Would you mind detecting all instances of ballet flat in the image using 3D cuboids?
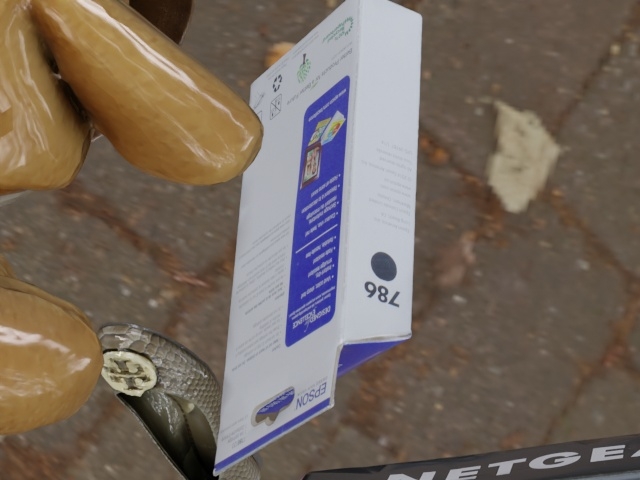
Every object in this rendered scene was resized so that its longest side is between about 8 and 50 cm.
[{"bbox_3d":[-0.112,0.146,1.486,0.058,0.084,0.250,-69,150,-29],"label":"ballet flat"}]

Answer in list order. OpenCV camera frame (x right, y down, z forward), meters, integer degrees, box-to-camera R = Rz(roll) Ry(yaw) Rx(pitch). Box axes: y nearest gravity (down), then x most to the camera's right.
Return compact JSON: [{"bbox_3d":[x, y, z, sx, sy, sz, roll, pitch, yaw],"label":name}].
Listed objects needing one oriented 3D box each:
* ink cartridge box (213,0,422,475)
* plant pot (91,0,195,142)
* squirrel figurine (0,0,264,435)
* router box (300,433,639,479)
[{"bbox_3d":[0.000,0.000,1.349,0.065,0.165,0.333,21,59,-26],"label":"ink cartridge box"},{"bbox_3d":[-0.272,-0.233,1.743,0.215,0.230,0.215,-44,161,-20],"label":"plant pot"},{"bbox_3d":[-0.282,-0.023,0.786,0.397,0.281,0.370,35,95,-34],"label":"squirrel figurine"},{"bbox_3d":[0.086,0.130,0.584,0.178,0.046,0.133,-9,99,13],"label":"router box"}]
